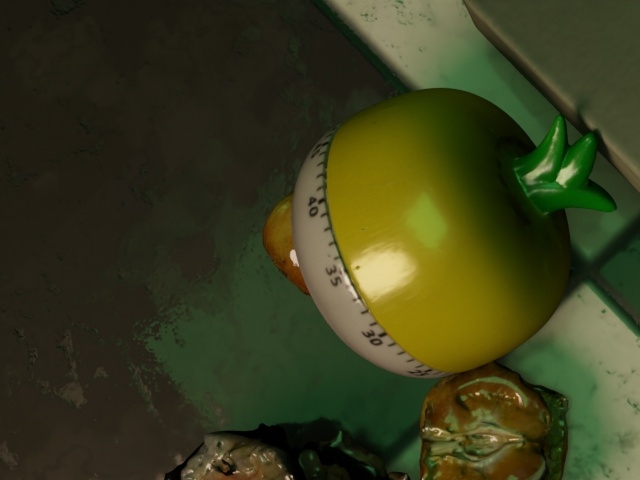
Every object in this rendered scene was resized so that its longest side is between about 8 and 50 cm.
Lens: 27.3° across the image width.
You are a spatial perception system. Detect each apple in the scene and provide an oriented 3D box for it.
[{"bbox_3d":[0.000,0.000,1.318,0.102,0.099,0.114,-41,74,4],"label":"apple"}]

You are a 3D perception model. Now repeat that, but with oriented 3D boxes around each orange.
[{"bbox_3d":[0.160,0.204,1.253,0.170,0.112,0.160,-30,66,-20],"label":"orange"}]

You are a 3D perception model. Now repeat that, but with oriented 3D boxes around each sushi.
[{"bbox_3d":[-0.020,0.295,1.253,0.239,0.218,0.225,-65,36,27],"label":"sushi"}]

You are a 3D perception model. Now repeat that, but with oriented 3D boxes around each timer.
[{"bbox_3d":[0.139,-0.024,1.180,0.285,0.285,0.285,-1,84,13],"label":"timer"}]

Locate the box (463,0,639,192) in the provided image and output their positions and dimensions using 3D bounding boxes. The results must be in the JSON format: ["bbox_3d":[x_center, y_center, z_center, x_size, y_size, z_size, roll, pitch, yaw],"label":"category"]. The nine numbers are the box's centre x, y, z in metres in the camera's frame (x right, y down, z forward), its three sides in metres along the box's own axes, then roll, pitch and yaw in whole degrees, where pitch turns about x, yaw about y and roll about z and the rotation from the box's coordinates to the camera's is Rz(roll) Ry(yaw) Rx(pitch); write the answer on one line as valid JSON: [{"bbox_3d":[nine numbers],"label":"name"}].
[{"bbox_3d":[0.353,-0.234,1.156,0.367,0.090,0.373,-40,58,4],"label":"box"}]
